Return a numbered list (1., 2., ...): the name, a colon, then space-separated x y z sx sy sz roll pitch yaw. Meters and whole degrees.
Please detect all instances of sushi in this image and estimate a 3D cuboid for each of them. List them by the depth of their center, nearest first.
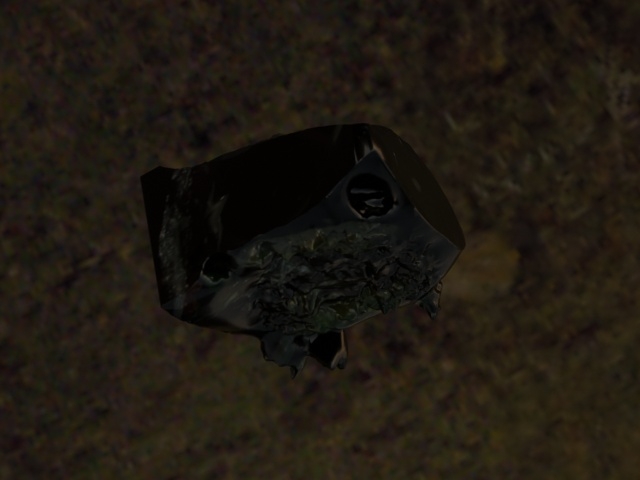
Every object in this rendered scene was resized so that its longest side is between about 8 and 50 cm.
1. sushi: 0.000 0.000 0.529 0.083 0.056 0.085 -29 141 18
